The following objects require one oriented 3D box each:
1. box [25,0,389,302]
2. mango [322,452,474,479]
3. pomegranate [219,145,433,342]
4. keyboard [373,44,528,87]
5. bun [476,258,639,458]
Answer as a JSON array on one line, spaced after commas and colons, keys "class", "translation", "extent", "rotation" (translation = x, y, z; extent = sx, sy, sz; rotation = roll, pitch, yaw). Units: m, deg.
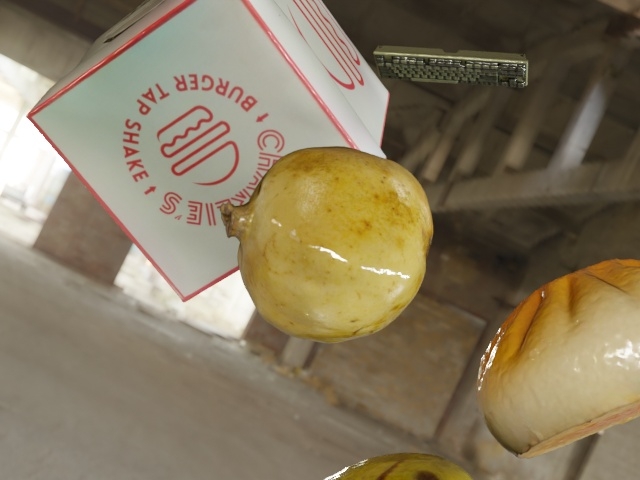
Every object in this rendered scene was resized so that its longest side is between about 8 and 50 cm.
[{"class": "box", "translation": [-0.120, -0.170, 1.568], "extent": [0.312, 0.314, 0.300], "rotation": [52, 22, -20]}, {"class": "mango", "translation": [0.014, 0.423, 1.581], "extent": [0.220, 0.445, 0.301], "rotation": [56, 28, -12]}, {"class": "pomegranate", "translation": [0.000, 0.000, 1.140], "extent": [0.196, 0.196, 0.196], "rotation": [26, -3, 2]}, {"class": "keyboard", "translation": [0.111, -0.146, 1.057], "extent": [0.129, 0.015, 0.049], "rotation": [5, -20, 10]}, {"class": "bun", "translation": [0.300, 0.107, 1.317], "extent": [0.299, 0.299, 0.165], "rotation": [38, 30, -74]}]
